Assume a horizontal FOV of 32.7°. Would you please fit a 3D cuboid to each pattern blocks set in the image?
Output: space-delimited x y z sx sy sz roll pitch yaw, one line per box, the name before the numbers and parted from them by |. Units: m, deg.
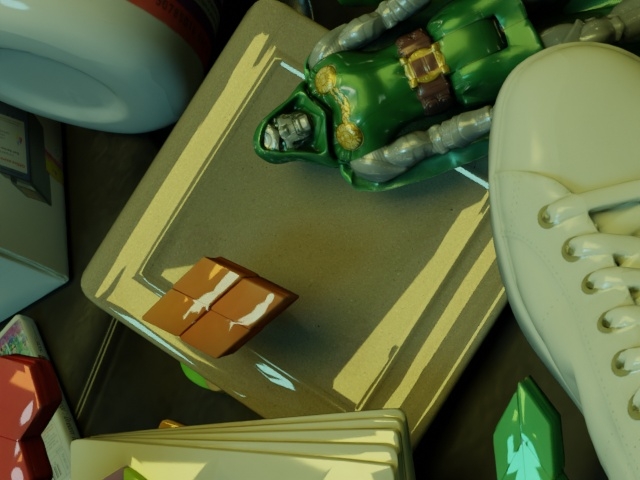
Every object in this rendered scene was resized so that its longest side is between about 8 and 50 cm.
pattern blocks set | -0.040 0.152 0.486 0.325 0.026 0.285 -18 81 25

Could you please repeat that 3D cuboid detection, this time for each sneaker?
sneaker | 0.135 0.043 0.366 0.106 0.123 0.290 -16 71 -2

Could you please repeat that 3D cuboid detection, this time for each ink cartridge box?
ink cartridge box | -0.268 -0.041 0.786 0.154 0.093 0.212 -30 53 26

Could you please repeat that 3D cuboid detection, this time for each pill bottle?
pill bottle | -0.128 -0.245 0.707 0.181 0.181 0.323 3 71 40

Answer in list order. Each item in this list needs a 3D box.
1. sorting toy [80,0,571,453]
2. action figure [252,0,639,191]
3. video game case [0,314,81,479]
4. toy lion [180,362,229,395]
sorting toy | 0.000 0.000 0.553 0.196 0.047 0.347 32 90 15
action figure | 0.074 -0.087 0.495 0.232 0.063 0.137 -25 81 12
video game case | -0.220 0.150 0.709 0.157 0.019 0.143 -47 48 13
toy lion | -0.054 0.034 0.622 0.096 0.034 0.100 12 78 49
